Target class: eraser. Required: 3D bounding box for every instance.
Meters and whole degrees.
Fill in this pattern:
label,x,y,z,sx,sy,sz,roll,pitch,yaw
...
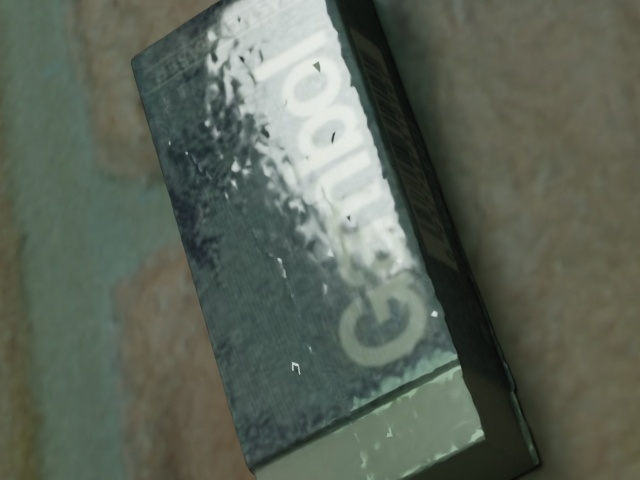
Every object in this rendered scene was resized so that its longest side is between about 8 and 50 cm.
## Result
label,x,y,z,sx,sy,sz,roll,pitch,yaw
eraser,0.000,0.000,0.628,0.092,0.046,0.212,-30,58,19
